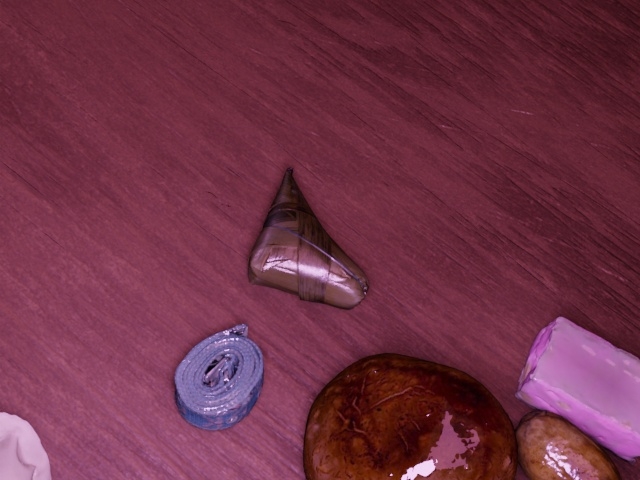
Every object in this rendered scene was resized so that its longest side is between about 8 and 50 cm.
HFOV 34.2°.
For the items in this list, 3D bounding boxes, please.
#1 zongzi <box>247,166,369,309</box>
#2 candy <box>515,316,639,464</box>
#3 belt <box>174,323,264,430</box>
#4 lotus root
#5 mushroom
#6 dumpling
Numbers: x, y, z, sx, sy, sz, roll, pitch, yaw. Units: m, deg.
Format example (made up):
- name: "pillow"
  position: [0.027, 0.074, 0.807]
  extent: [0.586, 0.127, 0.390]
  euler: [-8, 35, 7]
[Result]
- name: "zongzi"
  position: [0.000, 0.000, 1.894]
  extent: [0.221, 0.112, 0.242]
  euler: [20, 59, -1]
- name: "candy"
  position: [0.498, 0.269, 1.876]
  extent: [0.265, 0.116, 0.155]
  euler: [29, 63, 4]
- name: "belt"
  position: [-0.167, 0.238, 1.747]
  extent: [0.163, 0.082, 0.148]
  euler: [-22, 60, -19]
- name: "lotus root"
  position: [0.439, 0.400, 1.780]
  extent: [0.260, 0.128, 0.145]
  euler: [47, 23, 11]
- name: "mushroom"
  position: [0.133, 0.338, 1.684]
  extent: [0.239, 0.345, 0.345]
  euler: [44, 52, -37]
- name: "dumpling"
  position: [-0.484, 0.388, 1.583]
  extent: [0.166, 0.126, 0.216]
  euler: [13, 47, -37]
